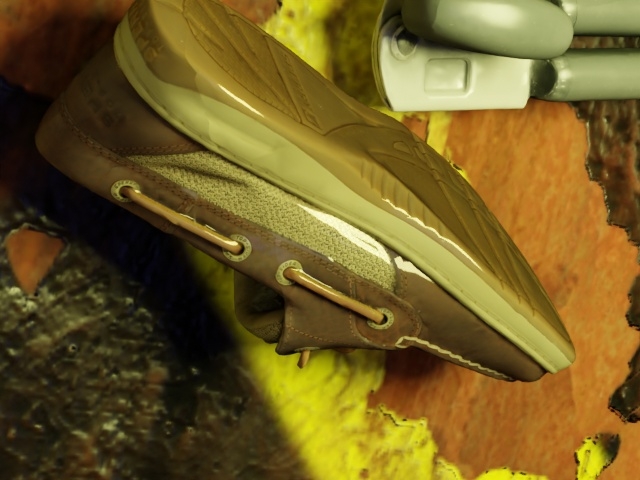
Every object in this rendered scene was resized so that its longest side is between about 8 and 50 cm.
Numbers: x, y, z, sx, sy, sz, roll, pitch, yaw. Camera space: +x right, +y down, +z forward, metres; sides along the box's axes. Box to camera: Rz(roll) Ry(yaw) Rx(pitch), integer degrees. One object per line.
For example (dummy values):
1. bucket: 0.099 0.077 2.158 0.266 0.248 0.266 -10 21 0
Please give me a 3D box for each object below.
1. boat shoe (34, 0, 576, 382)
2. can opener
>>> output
1. boat shoe: 0.000 0.000 0.822 0.123 0.123 0.342 -42 132 19
2. can opener: 0.148 -0.110 0.892 0.280 0.093 0.074 -5 105 -37
